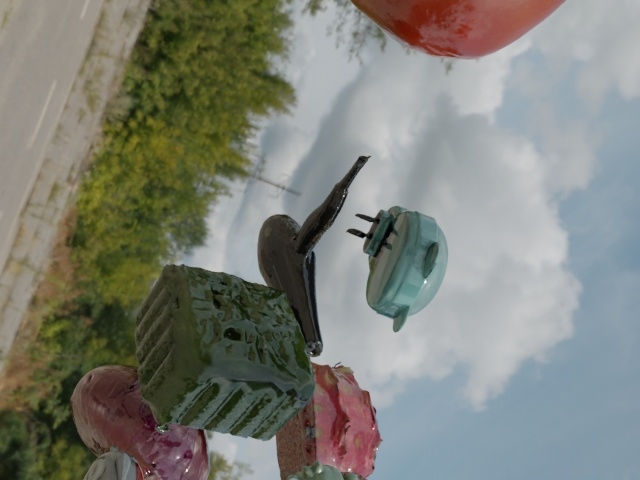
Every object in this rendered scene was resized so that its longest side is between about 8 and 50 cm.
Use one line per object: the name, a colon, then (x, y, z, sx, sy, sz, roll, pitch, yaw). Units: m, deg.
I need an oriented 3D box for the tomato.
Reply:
tomato: (0.131, -0.305, 0.729, 0.260, 0.259, 0.180, -66, 165, 12)

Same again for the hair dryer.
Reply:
hair dryer: (0.000, 0.000, 1.299, 0.359, 0.120, 0.304, -56, -145, 37)

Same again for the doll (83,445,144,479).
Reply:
doll: (-0.238, 0.300, 0.845, 0.102, 0.075, 0.227, -67, -160, 11)

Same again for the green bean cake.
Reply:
green bean cake: (-0.153, 0.173, 1.173, 0.156, 0.249, 0.247, -51, -144, 26)

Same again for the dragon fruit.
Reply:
dragon fruit: (0.021, 0.484, 1.875, 0.371, 0.248, 0.387, 150, -58, -67)

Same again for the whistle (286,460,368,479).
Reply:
whistle: (0.039, 0.467, 1.333, 0.101, 0.253, 0.106, -40, -148, 35)

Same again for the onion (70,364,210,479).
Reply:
onion: (-0.361, 0.391, 1.598, 0.285, 0.347, 0.347, -46, -178, -29)

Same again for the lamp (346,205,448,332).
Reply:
lamp: (0.155, 0.035, 1.423, 0.209, 0.147, 0.284, -64, -150, 20)
